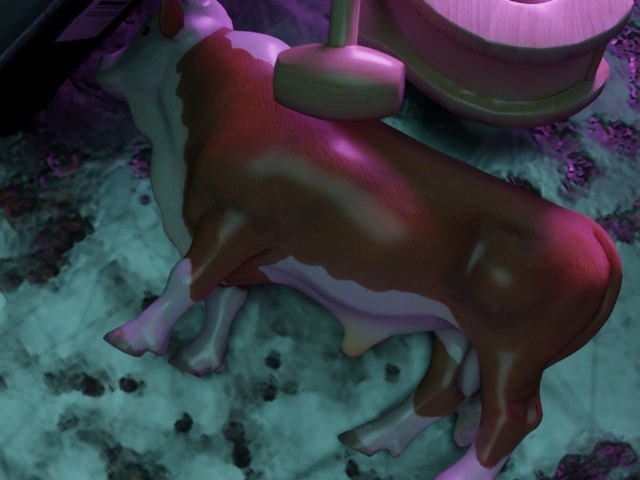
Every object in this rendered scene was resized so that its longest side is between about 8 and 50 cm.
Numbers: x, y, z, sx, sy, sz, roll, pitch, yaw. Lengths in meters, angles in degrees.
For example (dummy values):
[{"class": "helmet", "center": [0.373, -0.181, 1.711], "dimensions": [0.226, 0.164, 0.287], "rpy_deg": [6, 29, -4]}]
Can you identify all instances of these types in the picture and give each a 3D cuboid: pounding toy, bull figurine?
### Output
[{"class": "pounding toy", "center": [0.089, -0.163, 0.690], "dimensions": [0.154, 0.155, 0.270], "rpy_deg": [17, 66, 7]}, {"class": "bull figurine", "center": [0.000, 0.000, 0.725], "dimensions": [0.310, 0.101, 0.188], "rpy_deg": [25, 86, 5]}]

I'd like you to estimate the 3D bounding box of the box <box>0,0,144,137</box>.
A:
[{"class": "box", "center": [-0.206, -0.280, 0.642], "dimensions": [0.293, 0.212, 0.395], "rpy_deg": [-43, 96, 8]}]
